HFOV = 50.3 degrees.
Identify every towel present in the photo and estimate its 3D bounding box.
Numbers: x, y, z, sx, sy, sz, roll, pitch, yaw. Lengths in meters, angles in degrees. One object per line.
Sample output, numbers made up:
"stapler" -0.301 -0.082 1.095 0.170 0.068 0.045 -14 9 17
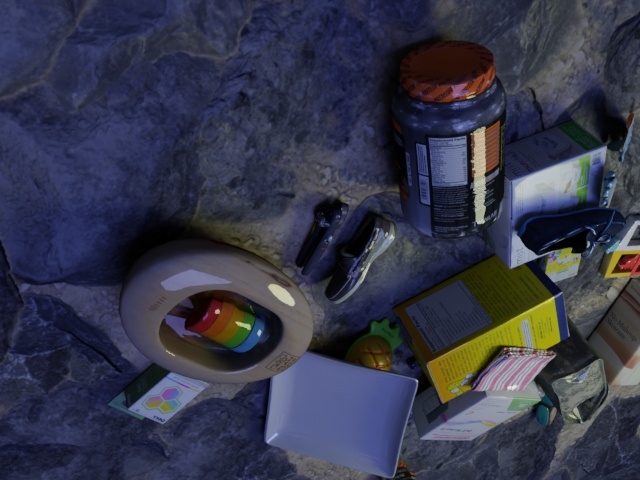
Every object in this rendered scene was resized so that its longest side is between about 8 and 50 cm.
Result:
"towel" 0.470 0.319 1.651 0.197 0.029 0.144 9 127 -34

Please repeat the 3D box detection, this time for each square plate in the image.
"square plate" 0.042 0.414 1.674 0.348 0.049 0.343 13 121 8

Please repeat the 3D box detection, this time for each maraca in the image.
"maraca" 0.129 0.281 1.684 0.127 0.099 0.185 37 83 -26

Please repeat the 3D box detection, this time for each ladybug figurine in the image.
"ladybug figurine" -0.201 0.137 1.371 0.305 0.162 0.449 -42 131 12

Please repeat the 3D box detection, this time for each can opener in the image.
"can opener" 0.000 0.000 1.422 0.073 0.059 0.186 11 121 -32

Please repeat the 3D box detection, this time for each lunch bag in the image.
"lunch bag" 0.662 0.343 1.876 0.169 0.235 0.287 -28 133 3

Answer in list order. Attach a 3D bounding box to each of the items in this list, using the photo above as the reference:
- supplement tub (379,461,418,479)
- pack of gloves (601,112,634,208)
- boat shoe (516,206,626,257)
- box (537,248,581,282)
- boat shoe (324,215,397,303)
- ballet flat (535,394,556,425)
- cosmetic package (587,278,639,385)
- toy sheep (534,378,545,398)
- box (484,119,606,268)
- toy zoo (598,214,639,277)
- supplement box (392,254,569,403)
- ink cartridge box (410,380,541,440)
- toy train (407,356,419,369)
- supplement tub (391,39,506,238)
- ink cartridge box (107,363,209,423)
"supplement tub" 0.259 0.782 2.079 0.117 0.190 0.117 -13 131 -16
"pack of gloves" 0.641 -0.170 1.508 0.232 0.046 0.195 4 104 -66
"boat shoe" 0.548 -0.004 1.469 0.259 0.089 0.109 -11 144 -13
"box" 0.611 0.027 1.732 0.105 0.043 0.179 -16 134 -12
"boat shoe" 0.072 0.036 1.477 0.073 0.080 0.223 30 105 -33
"ballet flat" 0.724 0.504 2.163 0.067 0.073 0.206 -37 142 -31
"cosmetic package" 0.919 0.270 1.993 0.129 0.153 0.296 5 123 -28
"toy sheep" 0.624 0.456 2.057 0.132 0.091 0.091 -37 134 26
"box" 0.493 -0.097 1.521 0.231 0.126 0.261 -21 132 -7
"toy zoo" 0.880 0.015 1.850 0.294 0.030 0.192 -3 127 -22
"supplement box" 0.393 0.202 1.671 0.357 0.194 0.195 -27 133 -1
"ink cartridge box" 0.392 0.453 1.859 0.207 0.119 0.353 11 139 -31
"toy train" 0.306 0.302 1.825 0.158 0.027 0.036 -27 136 -1
"supplement tub" 0.243 -0.185 1.283 0.207 0.207 0.337 -19 132 -9
"ink cartridge box" -0.365 0.347 1.534 0.209 0.062 0.109 -40 132 11
